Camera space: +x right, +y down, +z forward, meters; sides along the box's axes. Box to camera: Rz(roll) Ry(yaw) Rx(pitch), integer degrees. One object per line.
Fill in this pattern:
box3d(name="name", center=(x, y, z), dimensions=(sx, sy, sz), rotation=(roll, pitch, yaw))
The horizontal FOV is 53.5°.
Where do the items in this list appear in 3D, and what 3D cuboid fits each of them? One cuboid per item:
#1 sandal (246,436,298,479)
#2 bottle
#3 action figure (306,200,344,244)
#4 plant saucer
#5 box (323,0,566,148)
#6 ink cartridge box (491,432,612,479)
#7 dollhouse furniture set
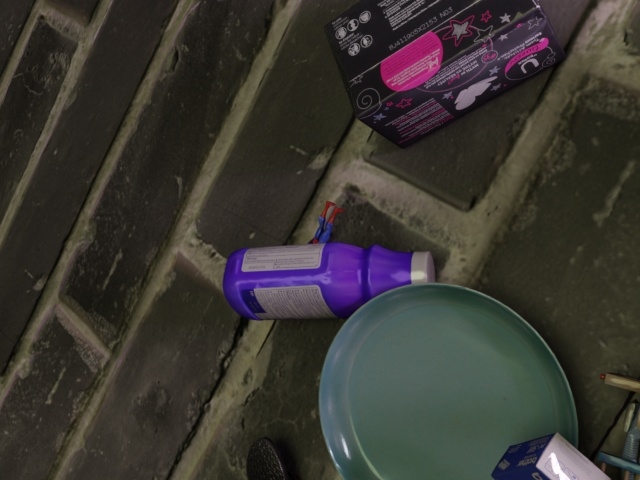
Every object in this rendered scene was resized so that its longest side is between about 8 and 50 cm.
box3d(name="sandal", center=(-0.052, 0.366, 0.904), dimensions=(0.067, 0.040, 0.179), rotation=(-31, 80, 30))
box3d(name="bottle", center=(0.012, 0.055, 0.869), dimensions=(0.283, 0.118, 0.092), rotation=(-5, 59, 21))
box3d(name="action figure", center=(0.000, 0.000, 0.945), dimensions=(0.038, 0.030, 0.115), rotation=(37, 106, 38))
box3d(name="plant saucer", center=(0.146, 0.208, 0.772), dimensions=(0.318, 0.044, 0.317), rotation=(0, 91, 28))
box3d(name="box", center=(0.157, -0.260, 0.828), dimensions=(0.247, 0.142, 0.163), rotation=(-27, 65, 25))
box3d(name="ink cartridge box", center=(0.277, 0.282, 0.621), dimensions=(0.207, 0.097, 0.046), rotation=(42, 63, 8))
box3d(name="dollhouse furniture set", center=(0.316, 0.204, 0.604), dimensions=(0.129, 0.184, 0.129), rotation=(12, 87, 35))
